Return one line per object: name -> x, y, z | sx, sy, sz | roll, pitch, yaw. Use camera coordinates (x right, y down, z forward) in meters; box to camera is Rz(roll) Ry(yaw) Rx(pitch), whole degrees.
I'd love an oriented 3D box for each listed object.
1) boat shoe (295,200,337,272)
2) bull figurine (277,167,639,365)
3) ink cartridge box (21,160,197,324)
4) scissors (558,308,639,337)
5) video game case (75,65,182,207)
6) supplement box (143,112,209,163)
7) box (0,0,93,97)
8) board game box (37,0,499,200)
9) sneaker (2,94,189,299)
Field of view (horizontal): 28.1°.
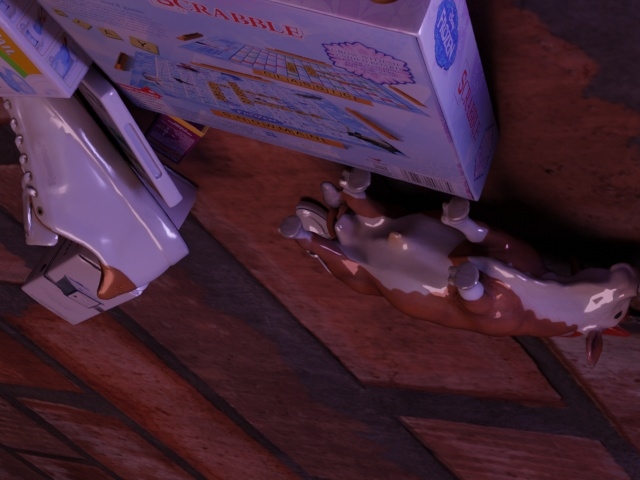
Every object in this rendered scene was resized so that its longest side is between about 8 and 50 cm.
boat shoe -> 0.000, 0.000, 1.284 | 0.035, 0.035, 0.100 | 9, 150, 31
bull figurine -> 0.116, 0.020, 1.117 | 0.310, 0.101, 0.188 | 11, 164, 34
ink cartridge box -> -0.228, 0.001, 1.370 | 0.082, 0.139, 0.191 | 35, 152, -17
scissors -> 0.294, 0.081, 1.198 | 0.297, 0.021, 0.109 | 16, 150, 17
video game case -> -0.193, -0.116, 1.161 | 0.157, 0.019, 0.143 | 44, 168, 44
supplement box -> -0.123, -0.113, 1.159 | 0.043, 0.055, 0.083 | 33, 153, -11
box -> -0.274, -0.219, 1.037 | 0.114, 0.103, 0.203 | 5, 148, 37
board game box -> -0.042, -0.145, 0.926 | 0.319, 0.066, 0.318 | 17, 169, 16
sneaker -> -0.254, -0.069, 1.199 | 0.290, 0.123, 0.106 | 54, 174, -8
